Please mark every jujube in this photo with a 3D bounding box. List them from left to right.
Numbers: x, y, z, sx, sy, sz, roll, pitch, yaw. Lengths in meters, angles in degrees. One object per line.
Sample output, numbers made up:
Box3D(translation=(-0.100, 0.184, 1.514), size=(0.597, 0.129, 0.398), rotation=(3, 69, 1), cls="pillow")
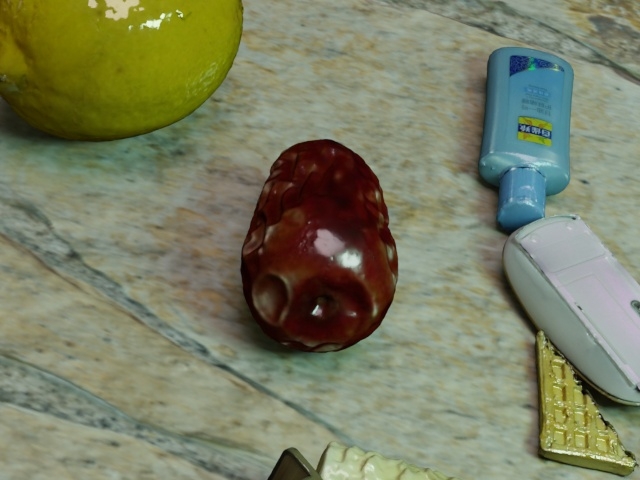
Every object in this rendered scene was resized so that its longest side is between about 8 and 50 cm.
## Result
Box3D(translation=(0.000, 0.000, 1.509), size=(0.155, 0.155, 0.230), rotation=(11, 42, -4), cls="jujube")

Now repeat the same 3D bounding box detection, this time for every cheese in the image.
Box3D(translation=(0.067, 0.244, 1.320), size=(0.167, 0.123, 0.094), rotation=(17, 50, -1), cls="cheese")

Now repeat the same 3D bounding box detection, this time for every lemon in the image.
Box3D(translation=(-0.213, -0.218, 1.599), size=(0.263, 0.236, 0.236), rotation=(6, 46, -24), cls="lemon")

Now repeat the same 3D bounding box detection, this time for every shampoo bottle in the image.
Box3D(translation=(0.230, -0.113, 1.728), size=(0.104, 0.061, 0.258), rotation=(13, 47, -3), cls="shampoo bottle")

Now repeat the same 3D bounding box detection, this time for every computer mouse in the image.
Box3D(translation=(0.284, 0.074, 1.573), size=(0.126, 0.056, 0.245), rotation=(-19, 55, -29), cls="computer mouse")

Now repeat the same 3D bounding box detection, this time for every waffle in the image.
Box3D(translation=(0.256, 0.157, 1.513), size=(0.097, 0.023, 0.152), rotation=(10, 46, -6), cls="waffle")

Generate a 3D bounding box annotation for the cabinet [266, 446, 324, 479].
Box3D(translation=(-0.039, 0.300, 1.200), size=(0.175, 0.148, 0.215), rotation=(-16, 54, -44), cls="cabinet")
